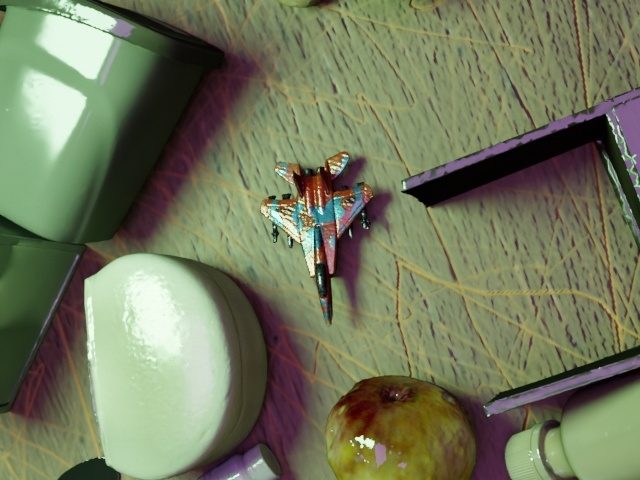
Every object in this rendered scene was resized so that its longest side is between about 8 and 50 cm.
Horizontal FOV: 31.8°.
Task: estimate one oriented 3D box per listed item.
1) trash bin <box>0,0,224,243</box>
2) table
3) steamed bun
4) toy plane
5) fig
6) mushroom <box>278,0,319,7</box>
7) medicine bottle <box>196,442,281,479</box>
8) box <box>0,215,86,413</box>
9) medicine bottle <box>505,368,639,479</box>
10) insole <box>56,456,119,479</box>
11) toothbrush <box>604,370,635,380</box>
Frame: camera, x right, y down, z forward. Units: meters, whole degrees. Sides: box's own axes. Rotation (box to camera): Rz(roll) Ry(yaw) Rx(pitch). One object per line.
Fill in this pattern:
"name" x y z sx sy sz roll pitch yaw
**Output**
"trash bin" -0.267 -0.143 1.241 0.219 0.220 0.250 28 101 14
"table" 0.260 0.010 1.113 0.282 0.196 0.251 -21 84 11
"steamed bun" -0.152 0.132 1.224 0.164 0.146 0.242 -8 86 17
"toy plane" 0.001 0.000 1.242 0.130 0.061 0.189 -8 90 12
"fig" 0.096 0.270 1.180 0.159 0.159 0.257 -11 104 12
"mushroom" 0.022 -0.337 1.205 0.207 0.207 0.215 56 133 10
"medicine bottle" -0.092 0.267 1.252 0.089 0.052 0.052 -33 81 9
"box" -0.400 0.076 1.244 0.117 0.225 0.225 26 92 13
"medicine bottle" 0.297 0.192 1.102 0.252 0.114 0.114 -29 80 40
"insole" -0.312 0.320 1.323 0.188 0.004 0.064 -36 80 9
"toothbrush" 0.360 0.130 1.134 0.167 0.011 0.014 -13 58 45
